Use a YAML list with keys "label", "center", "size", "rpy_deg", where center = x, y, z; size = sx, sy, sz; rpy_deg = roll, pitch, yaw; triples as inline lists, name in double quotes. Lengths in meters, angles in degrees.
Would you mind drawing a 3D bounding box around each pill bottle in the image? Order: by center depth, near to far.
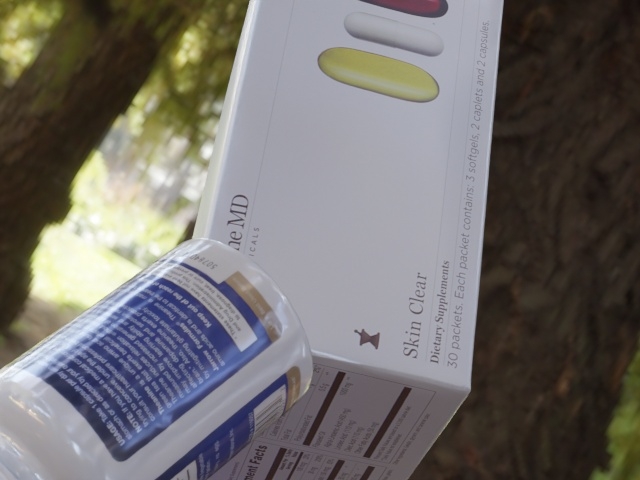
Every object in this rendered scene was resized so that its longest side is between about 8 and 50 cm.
- label: "pill bottle"
  center: [-0.065, 0.056, 0.438]
  size: [0.067, 0.120, 0.067]
  rpy_deg: [32, -38, 29]

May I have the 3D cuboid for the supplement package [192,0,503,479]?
- label: "supplement package"
  center: [0.000, 0.000, 0.810]
  size: [0.145, 0.262, 0.204]
  rpy_deg: [13, -33, -6]
